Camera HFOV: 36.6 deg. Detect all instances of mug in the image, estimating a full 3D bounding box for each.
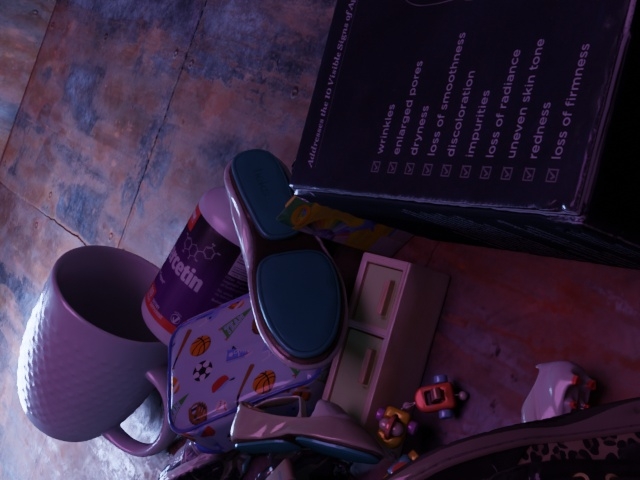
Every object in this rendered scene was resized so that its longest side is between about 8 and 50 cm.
[{"bbox_3d":[-0.406,0.250,1.858,0.374,0.276,0.328,42,119,19],"label":"mug"}]

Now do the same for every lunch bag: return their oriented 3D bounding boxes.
[{"bbox_3d":[-0.093,0.182,1.503,0.303,0.115,0.243,-23,45,18],"label":"lunch bag"}]

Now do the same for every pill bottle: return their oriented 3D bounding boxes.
[{"bbox_3d":[-0.164,0.035,1.667,0.323,0.181,0.181,-58,38,19],"label":"pill bottle"}]

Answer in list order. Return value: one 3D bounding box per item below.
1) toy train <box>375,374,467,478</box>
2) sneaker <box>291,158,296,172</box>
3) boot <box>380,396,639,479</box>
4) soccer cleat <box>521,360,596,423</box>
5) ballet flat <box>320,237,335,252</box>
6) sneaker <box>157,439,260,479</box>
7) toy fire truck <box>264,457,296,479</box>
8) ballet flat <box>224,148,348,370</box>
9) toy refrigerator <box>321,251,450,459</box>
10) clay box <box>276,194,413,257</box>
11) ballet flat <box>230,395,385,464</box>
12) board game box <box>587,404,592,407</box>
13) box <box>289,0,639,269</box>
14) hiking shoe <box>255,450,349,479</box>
[{"bbox_3d":[0.132,0.259,1.262,0.125,0.046,0.166,-8,70,16],"label":"toy train"},{"bbox_3d":[0.068,-0.132,1.488,0.237,0.085,0.086,-12,33,25],"label":"sneaker"},{"bbox_3d":[0.238,0.325,0.935,0.138,0.377,0.284,88,167,-58],"label":"boot"},{"bbox_3d":[0.257,0.233,1.103,0.076,0.068,0.196,1,70,57],"label":"soccer cleat"},{"bbox_3d":[0.000,0.000,1.566,0.058,0.084,0.250,38,103,33],"label":"ballet flat"},{"bbox_3d":[-0.171,0.337,1.632,0.283,0.110,0.122,-41,40,23],"label":"sneaker"},{"bbox_3d":[-0.070,0.454,1.347,0.217,0.158,0.246,40,145,52],"label":"toy fire truck"},{"bbox_3d":[-0.055,0.041,1.416,0.139,0.139,0.400,-46,46,31],"label":"ballet flat"},{"bbox_3d":[0.082,0.160,1.364,0.102,0.094,0.269,15,87,51],"label":"toy refrigerator"},{"bbox_3d":[0.052,-0.053,1.387,0.127,0.222,0.053,-46,44,31],"label":"clay box"},{"bbox_3d":[-0.019,0.250,1.308,0.248,0.086,0.086,-3,72,34],"label":"ballet flat"},{"bbox_3d":[0.281,0.224,1.143,0.090,0.020,0.090,38,107,52],"label":"board game box"},{"bbox_3d":[0.254,-0.233,1.136,0.472,0.297,0.480,10,85,52],"label":"box"},{"bbox_3d":[-0.036,0.371,1.437,0.114,0.086,0.227,39,135,16],"label":"hiking shoe"}]
